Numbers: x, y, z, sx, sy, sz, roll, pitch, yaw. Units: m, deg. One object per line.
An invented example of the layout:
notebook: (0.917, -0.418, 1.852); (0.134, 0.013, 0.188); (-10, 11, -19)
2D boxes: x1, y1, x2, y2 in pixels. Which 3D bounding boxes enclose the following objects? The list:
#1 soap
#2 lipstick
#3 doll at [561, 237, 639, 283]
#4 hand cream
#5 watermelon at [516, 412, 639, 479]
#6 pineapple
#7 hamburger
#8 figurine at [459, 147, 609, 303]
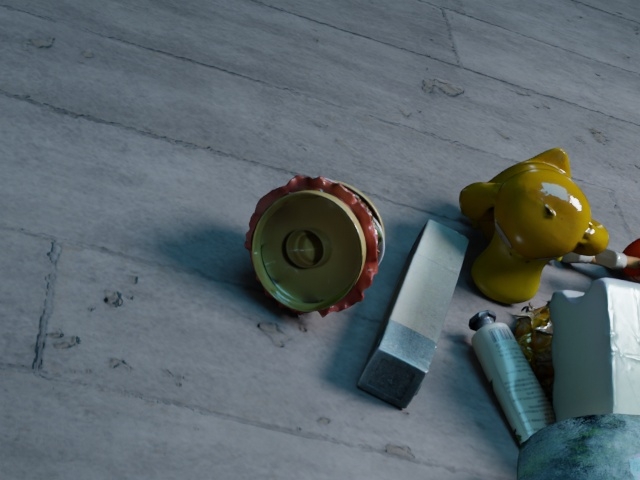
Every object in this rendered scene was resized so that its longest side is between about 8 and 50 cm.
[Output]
soap: (0.445, 0.176, 1.556); (0.347, 0.115, 0.208); (11, 71, -29)
lipstick: (0.121, 0.083, 1.588); (0.068, 0.066, 0.317); (26, 33, 1)
doll: (0.477, 0.029, 1.843); (0.217, 0.085, 0.183); (-1, 1, -18)
hand cream: (0.244, 0.187, 1.553); (0.080, 0.050, 0.234); (2, 48, -33)
watermelon: (0.360, 0.315, 1.330); (0.322, 0.175, 0.188); (24, 33, -2)
pineapple: (0.346, 0.143, 1.651); (0.225, 0.076, 0.225); (19, 33, -13)
hamburger: (0.001, -0.003, 1.544); (0.175, 0.175, 0.137); (30, 22, 6)
figurine: (0.287, -0.031, 1.737); (0.215, 0.215, 0.228); (26, 31, 0)
